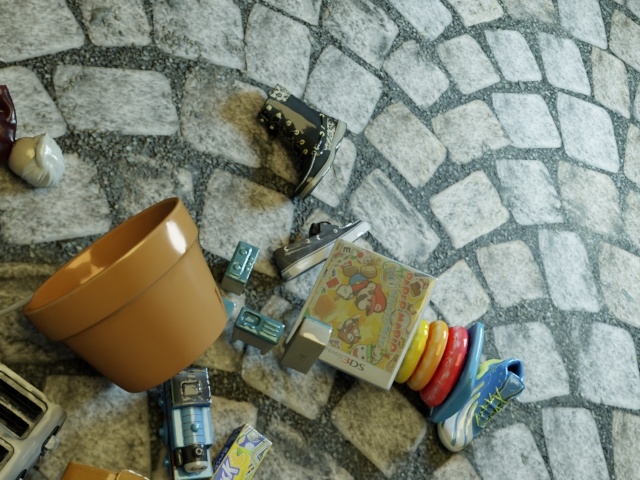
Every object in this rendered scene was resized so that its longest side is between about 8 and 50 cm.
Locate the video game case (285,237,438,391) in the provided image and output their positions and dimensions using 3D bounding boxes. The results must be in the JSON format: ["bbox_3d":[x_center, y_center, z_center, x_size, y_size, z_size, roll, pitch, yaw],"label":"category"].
[{"bbox_3d":[0.076,0.131,1.601,0.206,0.026,0.227,23,74,14],"label":"video game case"}]

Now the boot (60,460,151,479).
[{"bbox_3d":[-0.269,0.456,1.271,0.295,0.104,0.211,29,54,-11],"label":"boot"}]

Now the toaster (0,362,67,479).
[{"bbox_3d":[-0.475,0.272,1.237,0.185,0.110,0.168,39,51,-8],"label":"toaster"}]

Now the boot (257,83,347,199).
[{"bbox_3d":[-0.055,-0.202,1.767,0.178,0.085,0.236,33,46,-10],"label":"boot"}]

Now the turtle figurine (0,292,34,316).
[{"bbox_3d":[-0.568,0.108,1.228,0.197,0.275,0.266,37,78,0],"label":"turtle figurine"}]

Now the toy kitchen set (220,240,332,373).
[{"bbox_3d":[-0.077,0.104,1.540,0.207,0.122,0.166,24,54,-5],"label":"toy kitchen set"}]

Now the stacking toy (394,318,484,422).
[{"bbox_3d":[0.145,0.197,1.655,0.301,0.175,0.166,23,46,-2],"label":"stacking toy"}]

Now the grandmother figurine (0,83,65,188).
[{"bbox_3d":[-0.581,-0.187,1.432,0.342,0.104,0.208,26,82,-21],"label":"grandmother figurine"}]

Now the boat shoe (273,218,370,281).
[{"bbox_3d":[0.000,0.000,1.702,0.228,0.080,0.076,-30,85,-31],"label":"boat shoe"}]

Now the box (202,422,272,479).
[{"bbox_3d":[-0.150,0.383,1.415,0.059,0.054,0.169,40,52,-7],"label":"box"}]

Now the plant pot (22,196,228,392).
[{"bbox_3d":[-0.281,0.098,1.360,0.203,0.290,0.291,56,49,-15],"label":"plant pot"}]

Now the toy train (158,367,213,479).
[{"bbox_3d":[-0.211,0.293,1.387,0.080,0.105,0.184,0,65,-21],"label":"toy train"}]

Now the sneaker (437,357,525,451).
[{"bbox_3d":[0.319,0.304,1.699,0.091,0.126,0.240,45,51,-3],"label":"sneaker"}]
